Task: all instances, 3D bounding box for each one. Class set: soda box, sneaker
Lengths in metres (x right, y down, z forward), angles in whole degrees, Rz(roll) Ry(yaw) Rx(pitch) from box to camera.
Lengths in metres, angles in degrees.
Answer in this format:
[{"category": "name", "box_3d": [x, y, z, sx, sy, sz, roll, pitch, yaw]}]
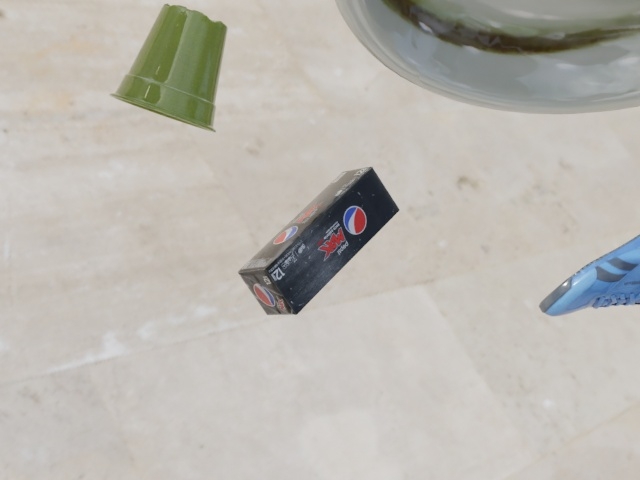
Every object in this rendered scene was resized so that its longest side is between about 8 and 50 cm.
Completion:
[{"category": "soda box", "box_3d": [0.000, 0.000, 1.115, 0.169, 0.053, 0.060, -44, 111, -29]}, {"category": "sneaker", "box_3d": [0.359, 0.050, 1.339, 0.209, 0.069, 0.082, -27, 80, -15]}]

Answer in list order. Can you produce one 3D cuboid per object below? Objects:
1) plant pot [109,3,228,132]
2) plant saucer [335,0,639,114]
[{"category": "plant pot", "box_3d": [-0.104, -0.130, 0.841, 0.083, 0.079, 0.083, 20, 2, -1]}, {"category": "plant saucer", "box_3d": [0.201, -0.231, 0.755, 0.400, 0.400, 0.101, 15, 59, -33]}]
